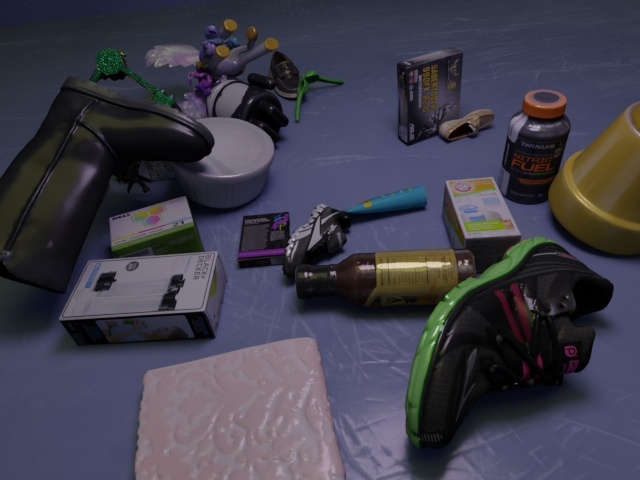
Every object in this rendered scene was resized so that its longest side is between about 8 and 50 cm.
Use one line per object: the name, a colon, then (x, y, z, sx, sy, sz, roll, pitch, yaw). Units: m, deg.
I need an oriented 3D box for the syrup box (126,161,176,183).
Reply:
syrup box: (-0.464, -0.240, 1.384, 0.236, 0.093, 0.096, -6, 41, 2)

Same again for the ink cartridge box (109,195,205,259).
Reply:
ink cartridge box: (-0.408, -0.047, 1.161, 0.188, 0.097, 0.255, -19, 44, -12)

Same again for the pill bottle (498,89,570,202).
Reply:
pill bottle: (0.499, -0.219, 1.109, 0.130, 0.246, 0.131, -4, 42, 4)

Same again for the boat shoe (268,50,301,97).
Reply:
boat shoe: (-0.130, -0.612, 1.747, 0.102, 0.093, 0.285, -14, 43, -11)

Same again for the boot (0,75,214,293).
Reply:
boot: (-0.473, -0.098, 1.003, 0.366, 0.146, 0.446, 17, 65, 1)

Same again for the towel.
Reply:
towel: (-0.131, 0.319, 0.750, 0.316, 0.054, 0.332, -12, 42, -3)

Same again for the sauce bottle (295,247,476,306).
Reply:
sauce bottle: (0.124, 0.075, 0.942, 0.343, 0.112, 0.112, -3, 42, 7)

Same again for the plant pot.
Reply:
plant pot: (0.642, -0.137, 0.969, 0.253, 0.239, 0.254, 2, 53, -3)

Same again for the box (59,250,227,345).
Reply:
box: (-0.351, 0.116, 0.979, 0.289, 0.087, 0.169, -3, 42, 4)

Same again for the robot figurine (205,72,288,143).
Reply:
robot figurine: (-0.230, -0.392, 1.457, 0.278, 0.174, 0.209, 31, 51, 34)

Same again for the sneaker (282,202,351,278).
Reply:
sneaker: (0.000, 0.000, 1.064, 0.106, 0.078, 0.234, 12, 43, 24)

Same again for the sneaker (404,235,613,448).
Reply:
sneaker: (0.315, 0.156, 0.770, 0.482, 0.185, 0.202, -35, 45, -26)

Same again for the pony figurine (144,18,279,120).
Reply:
pony figurine: (-0.356, -0.573, 1.587, 0.350, 0.303, 0.363, -25, 2, -33)

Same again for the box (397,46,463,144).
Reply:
box: (0.310, -0.409, 1.358, 0.182, 0.231, 0.056, -20, 40, -15)

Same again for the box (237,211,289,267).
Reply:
box: (-0.130, -0.005, 1.126, 0.115, 0.029, 0.162, -5, 43, 2)

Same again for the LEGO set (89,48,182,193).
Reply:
LEGO set: (-0.514, -0.303, 1.234, 0.254, 0.332, 0.192, 24, 1, -11)

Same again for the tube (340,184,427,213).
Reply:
tube: (0.154, -0.089, 1.161, 0.206, 0.052, 0.080, -12, -1, -4)

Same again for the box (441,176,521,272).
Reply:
box: (0.342, -0.037, 1.037, 0.114, 0.103, 0.203, -4, 42, 3)

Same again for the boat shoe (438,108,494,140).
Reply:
boat shoe: (0.432, -0.329, 1.383, 0.169, 0.063, 0.059, -20, 45, 0)

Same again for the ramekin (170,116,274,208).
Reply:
ramekin: (-0.261, -0.201, 1.253, 0.272, 0.127, 0.273, 6, 44, -6)

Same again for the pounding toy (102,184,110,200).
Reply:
pounding toy: (-0.655, -0.201, 1.284, 0.180, 0.206, 0.094, -5, 42, 2)

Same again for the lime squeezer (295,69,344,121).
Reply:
lime squeezer: (-0.036, -0.520, 1.641, 0.058, 0.110, 0.310, -9, 32, 44)
